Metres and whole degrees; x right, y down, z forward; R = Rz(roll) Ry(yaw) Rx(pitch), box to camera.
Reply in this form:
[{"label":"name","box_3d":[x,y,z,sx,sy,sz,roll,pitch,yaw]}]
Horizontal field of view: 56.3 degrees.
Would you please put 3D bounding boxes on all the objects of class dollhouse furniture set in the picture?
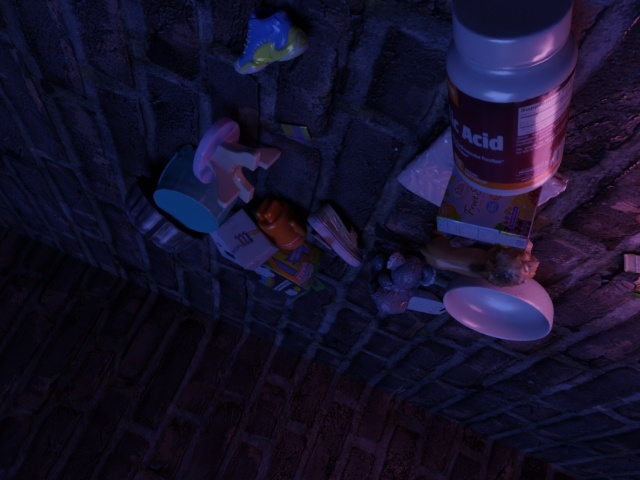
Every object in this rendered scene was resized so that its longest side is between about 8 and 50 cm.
[{"label":"dollhouse furniture set","box_3d":[0.864,0.082,1.604,0.076,0.058,0.152,11,133,41]}]

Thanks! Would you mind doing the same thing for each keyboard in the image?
[{"label":"keyboard","box_3d":[0.000,0.000,2.047,0.072,0.014,0.256,46,179,-5]}]

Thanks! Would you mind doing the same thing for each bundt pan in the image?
[{"label":"bundt pan","box_3d":[-0.585,-0.080,2.196,0.331,0.124,0.331,45,-173,-8]}]

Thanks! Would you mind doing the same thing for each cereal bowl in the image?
[{"label":"cereal bowl","box_3d":[0.570,0.179,1.900,0.338,0.141,0.339,19,154,10]}]

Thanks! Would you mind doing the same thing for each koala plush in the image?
[{"label":"koala plush","box_3d":[0.278,0.126,2.019,0.196,0.203,0.221,27,142,-8]}]

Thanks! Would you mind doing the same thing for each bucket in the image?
[{"label":"bucket","box_3d":[-0.416,-0.167,2.028,0.281,0.183,0.281,20,153,11]}]

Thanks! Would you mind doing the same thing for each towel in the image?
[{"label":"towel","box_3d":[0.396,-0.156,1.515,0.316,0.053,0.332,27,155,-9]},{"label":"towel","box_3d":[-0.069,-0.304,1.674,0.083,0.009,0.060,10,150,24]}]

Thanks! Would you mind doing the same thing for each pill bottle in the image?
[{"label":"pill bottle","box_3d":[0.351,-0.281,1.118,0.224,0.224,0.392,12,152,23]}]

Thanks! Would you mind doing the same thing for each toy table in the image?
[{"label":"toy table","box_3d":[-0.255,-0.224,1.757,0.161,0.252,0.274,39,164,8]}]

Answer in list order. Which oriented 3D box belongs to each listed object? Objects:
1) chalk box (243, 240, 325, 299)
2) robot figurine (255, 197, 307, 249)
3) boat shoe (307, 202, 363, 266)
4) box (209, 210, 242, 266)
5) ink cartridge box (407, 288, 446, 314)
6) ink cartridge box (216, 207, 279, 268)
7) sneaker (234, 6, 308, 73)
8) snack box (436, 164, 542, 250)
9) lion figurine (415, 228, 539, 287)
[{"label":"chalk box","box_3d":[-0.110,0.101,2.287,0.288,0.179,0.180,30,153,-15]},{"label":"robot figurine","box_3d":[-0.131,-0.053,2.071,0.158,0.128,0.219,-24,132,20]},{"label":"boat shoe","box_3d":[0.075,-0.012,2.005,0.302,0.094,0.109,43,-170,-44]},{"label":"box","box_3d":[-0.342,-0.012,2.334,0.169,0.087,0.290,27,157,22]},{"label":"ink cartridge box","box_3d":[0.406,0.232,2.277,0.179,0.045,0.145,10,156,-14]},{"label":"ink cartridge box","box_3d":[-0.251,-0.001,2.089,0.176,0.127,0.128,52,-177,9]},{"label":"sneaker","box_3d":[-0.132,-0.464,1.366,0.240,0.091,0.126,-3,125,44]},{"label":"snack box","box_3d":[0.392,-0.085,1.387,0.207,0.175,0.070,13,153,21]},{"label":"lion figurine","box_3d":[0.416,0.051,1.680,0.392,0.142,0.240,1,-170,30]}]
